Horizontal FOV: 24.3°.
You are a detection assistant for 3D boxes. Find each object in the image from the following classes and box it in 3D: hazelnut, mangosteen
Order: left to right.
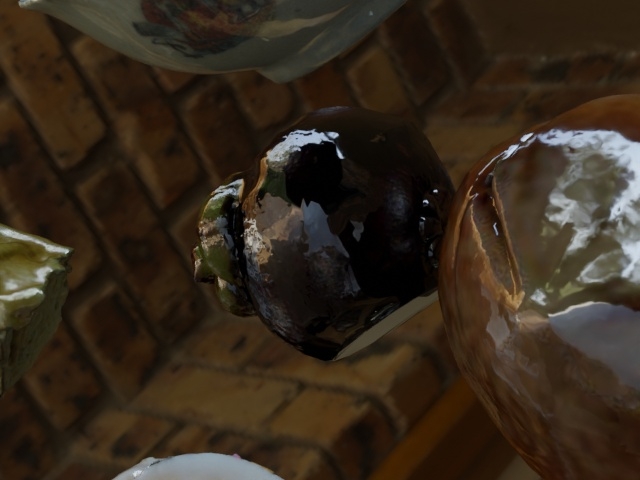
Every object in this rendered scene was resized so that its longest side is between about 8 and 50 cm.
[{"bbox_3d":[0.004,0.003,1.524,0.233,0.288,0.287,55,-32,3],"label":"mangosteen"},{"bbox_3d":[0.286,0.060,1.274,0.409,0.359,0.359,45,-31,22],"label":"hazelnut"}]

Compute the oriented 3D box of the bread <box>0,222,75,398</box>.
[{"bbox_3d":[-0.433,0.061,1.764,0.252,0.196,0.238,21,-33,2],"label":"bread"}]

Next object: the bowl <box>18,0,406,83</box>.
[{"bbox_3d":[-0.027,-0.261,1.258,0.196,0.435,0.435,52,-33,-15],"label":"bowl"}]

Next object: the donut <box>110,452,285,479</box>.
[{"bbox_3d":[-0.151,0.442,1.932,0.383,0.383,0.142,31,-52,24],"label":"donut"}]
